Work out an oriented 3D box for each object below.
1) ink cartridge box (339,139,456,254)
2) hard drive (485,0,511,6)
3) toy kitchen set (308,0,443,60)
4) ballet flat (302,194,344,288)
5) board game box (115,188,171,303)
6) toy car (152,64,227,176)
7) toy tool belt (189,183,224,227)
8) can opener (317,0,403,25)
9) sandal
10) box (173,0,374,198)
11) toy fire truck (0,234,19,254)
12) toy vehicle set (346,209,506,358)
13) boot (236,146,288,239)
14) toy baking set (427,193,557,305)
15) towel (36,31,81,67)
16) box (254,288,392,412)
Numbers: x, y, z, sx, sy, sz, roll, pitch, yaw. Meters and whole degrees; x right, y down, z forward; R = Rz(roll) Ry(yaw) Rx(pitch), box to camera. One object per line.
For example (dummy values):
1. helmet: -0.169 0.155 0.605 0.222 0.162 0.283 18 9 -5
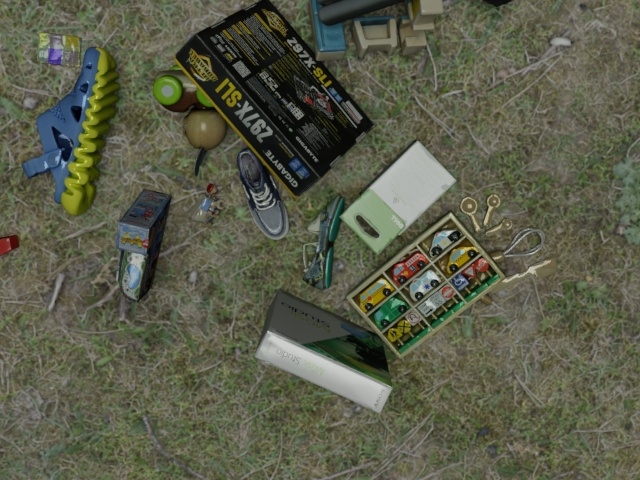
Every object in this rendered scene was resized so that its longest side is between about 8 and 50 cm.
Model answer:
1. ink cartridge box: 0.147 -0.084 1.649 0.209 0.062 0.109 -44 95 5
2. hard drive: 0.227 -0.592 1.512 0.339 0.064 0.236 20 83 -23
3. toy kitchen set: 0.096 -0.422 1.548 0.207 0.166 0.122 -6 76 -10
4. ballet flat: 0.000 0.000 1.662 0.070 0.070 0.188 10 94 -2
5. board game box: -0.339 0.010 1.594 0.060 0.194 0.194 13 97 -2
6. toy car: -0.234 -0.221 1.596 0.149 0.155 0.188 3 110 -1
7. toy tool belt: -0.214 -0.066 1.663 0.051 0.052 0.083 28 101 -35
8. can opener: 0.112 -0.445 1.463 0.280 0.093 0.074 -12 77 31
9. sandal: -0.470 -0.212 1.605 0.138 0.126 0.317 18 96 2
10. box: -0.073 -0.262 1.533 0.322 0.257 0.079 49 126 -6
11. toy fire truck: -0.699 -0.020 1.663 0.192 0.047 0.135 -14 98 2
12. toy vehicle set: 0.203 0.087 1.661 0.267 0.035 0.166 -41 96 15
13. boot: -0.115 -0.086 1.636 0.069 0.086 0.190 -24 97 3
14. toy baking set: 0.332 0.024 1.680 0.256 0.030 0.196 39 96 -5
15. towel: -0.499 -0.364 1.638 0.083 0.009 0.060 9 98 -1
16. box: 0.007 0.190 1.554 0.232 0.322 0.058 25 100 -4
